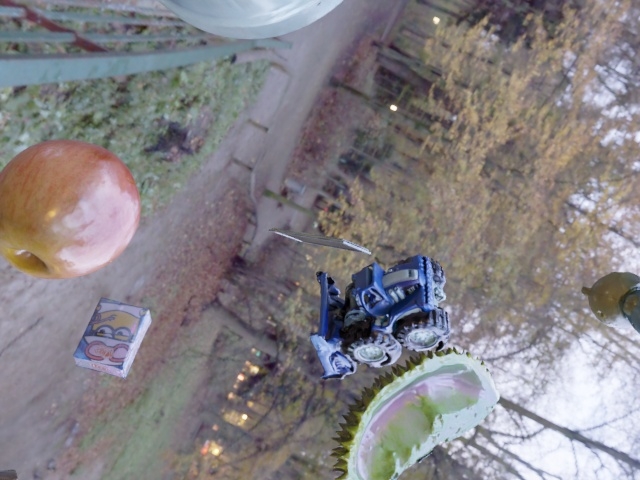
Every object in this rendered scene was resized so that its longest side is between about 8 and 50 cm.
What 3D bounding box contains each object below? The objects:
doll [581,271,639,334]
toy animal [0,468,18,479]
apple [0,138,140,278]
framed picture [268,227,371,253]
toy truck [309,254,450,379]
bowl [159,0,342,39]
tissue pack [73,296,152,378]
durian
[{"bbox_3d":[0.849,0.173,1.693,0.260,0.176,0.162,27,-77,66],"label":"doll"},{"bbox_3d":[-0.411,0.396,0.797,0.089,0.188,0.179,2,92,-63],"label":"toy animal"},{"bbox_3d":[-0.662,-0.070,1.617,0.364,0.363,0.364,-63,-179,2],"label":"apple"},{"bbox_3d":[0.000,0.000,1.348,0.142,0.183,0.011,21,80,-60],"label":"framed picture"},{"bbox_3d":[0.063,0.096,0.839,0.208,0.126,0.113,-29,-142,29],"label":"toy truck"},{"bbox_3d":[-0.086,-0.368,0.613,0.307,0.307,0.163,-63,170,9],"label":"bowl"},{"bbox_3d":[-0.452,0.211,1.380,0.065,0.115,0.155,103,1,-50],"label":"tissue pack"},{"bbox_3d":[0.155,0.305,1.096,0.355,0.169,0.158,-34,159,-19],"label":"durian"}]
